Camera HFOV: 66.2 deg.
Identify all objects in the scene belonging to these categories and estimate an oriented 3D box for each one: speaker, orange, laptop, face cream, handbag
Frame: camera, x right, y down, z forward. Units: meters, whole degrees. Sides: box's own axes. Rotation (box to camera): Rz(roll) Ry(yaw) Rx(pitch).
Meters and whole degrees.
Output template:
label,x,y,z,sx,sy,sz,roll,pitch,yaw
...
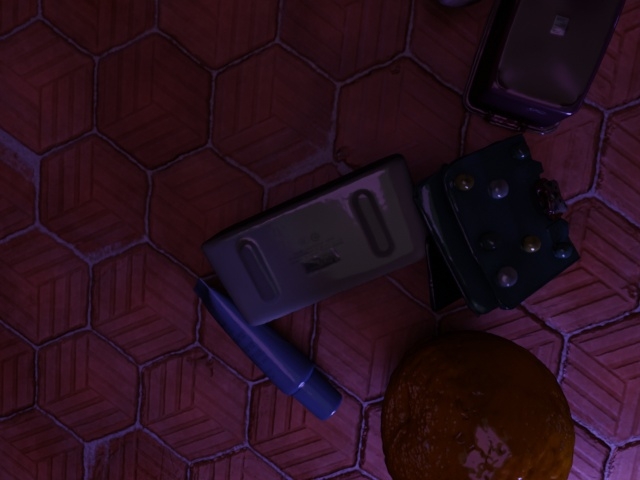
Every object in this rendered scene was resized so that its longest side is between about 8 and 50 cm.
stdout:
label,x,y,z,sx,sy,sz,roll,pitch,yaw
speaker,0.000,0.000,0.934,0.406,0.183,0.184,-23,100,10
orange,0.275,0.329,0.872,0.293,0.340,0.341,14,100,-19
laptop,0.254,0.042,0.910,0.016,0.197,0.135,-1,101,43
face cream,-0.115,0.220,1.017,0.385,0.135,0.086,43,65,-3
handbag,0.320,-0.039,0.849,0.274,0.100,0.269,-23,87,-30

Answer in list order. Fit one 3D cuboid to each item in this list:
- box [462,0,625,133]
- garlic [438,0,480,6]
label,x,y,z,sx,sy,sz,roll,pitch,yaw
box,0.382,-0.343,0.841,0.193,0.167,0.294,19,100,6
garlic,0.266,-0.505,0.829,0.160,0.191,0.214,-10,98,-19
